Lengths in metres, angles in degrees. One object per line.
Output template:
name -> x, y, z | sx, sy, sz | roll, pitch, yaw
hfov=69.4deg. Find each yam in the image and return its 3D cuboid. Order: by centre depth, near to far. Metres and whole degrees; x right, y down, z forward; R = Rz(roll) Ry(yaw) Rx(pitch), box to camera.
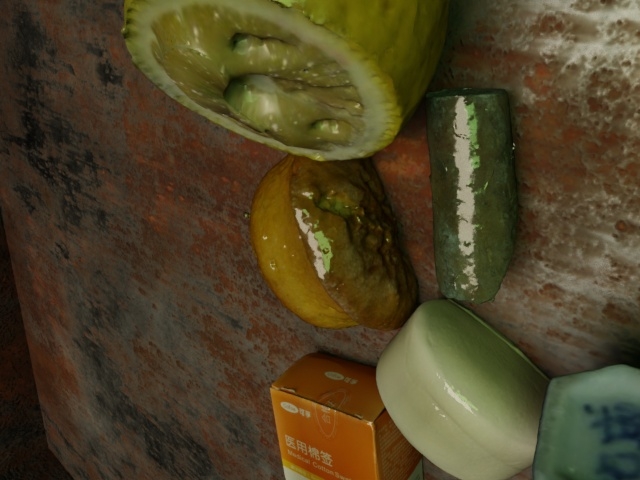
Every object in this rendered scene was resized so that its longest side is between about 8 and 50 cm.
yam -> 0.187, -0.058, 0.573 | 0.106, 0.106, 0.259 | 4, 109, 39

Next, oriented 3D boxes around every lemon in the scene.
lemon -> -0.017, -0.287, 0.520 | 0.364, 0.364, 0.364 | 15, 115, 35

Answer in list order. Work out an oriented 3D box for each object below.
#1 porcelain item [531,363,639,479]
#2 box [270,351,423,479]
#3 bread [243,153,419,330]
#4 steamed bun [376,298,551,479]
porcelain item -> 0.332, 0.334, 0.466 | 0.178, 0.242, 0.405 | -10, 116, 39
box -> 0.054, 0.394, 0.828 | 0.225, 0.143, 0.341 | 5, 108, 38
bread -> 0.000, 0.000, 0.699 | 0.194, 0.179, 0.340 | -19, 93, 43
steamed bun -> 0.193, 0.207, 0.625 | 0.241, 0.164, 0.146 | 43, 127, 20
